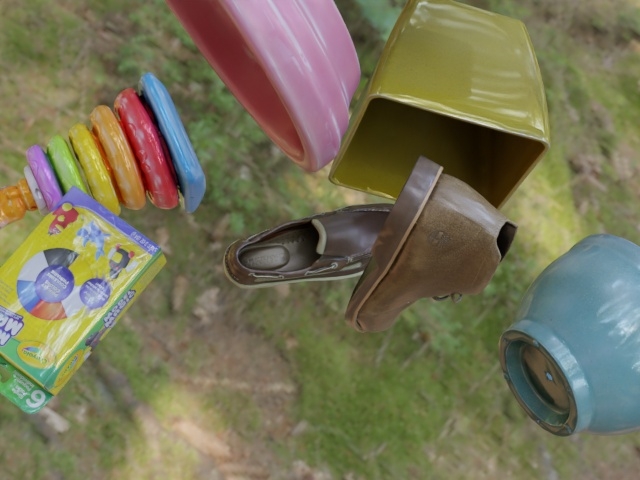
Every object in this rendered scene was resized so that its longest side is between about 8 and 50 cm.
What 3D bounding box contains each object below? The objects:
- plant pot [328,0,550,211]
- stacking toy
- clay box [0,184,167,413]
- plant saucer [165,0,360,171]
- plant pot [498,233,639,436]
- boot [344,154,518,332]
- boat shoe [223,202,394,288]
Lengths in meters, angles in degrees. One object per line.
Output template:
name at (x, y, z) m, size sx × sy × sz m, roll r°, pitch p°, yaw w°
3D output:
plant pot at (0.147, -0.169, 1.453) m, size 0.212 × 0.212 × 0.187 m, roll 15°, pitch 62°, yaw -7°
stacking toy at (-0.313, -0.080, 1.544) m, size 0.175 × 0.302 × 0.165 m, roll 107°, pitch -40°, yaw -74°
clay box at (-0.285, 0.064, 1.301) m, size 0.127 × 0.222 × 0.053 m, roll 34°, pitch -17°, yaw 14°
plant saucer at (-0.071, -0.214, 1.030) m, size 0.332 × 0.084 × 0.332 m, roll 53°, pitch -6°, yaw 8°
plant pot at (0.382, 0.162, 1.739) m, size 0.196 × 0.293 × 0.293 m, roll -26°, pitch 56°, yaw -22°
boot at (0.101, 0.035, 1.174) m, size 0.115 × 0.112 × 0.305 m, roll 27°, pitch -24°, yaw 3°
boat shoe at (0.002, 0.008, 1.583) m, size 0.095 × 0.258 × 0.095 m, roll 120°, pitch -48°, yaw -76°
